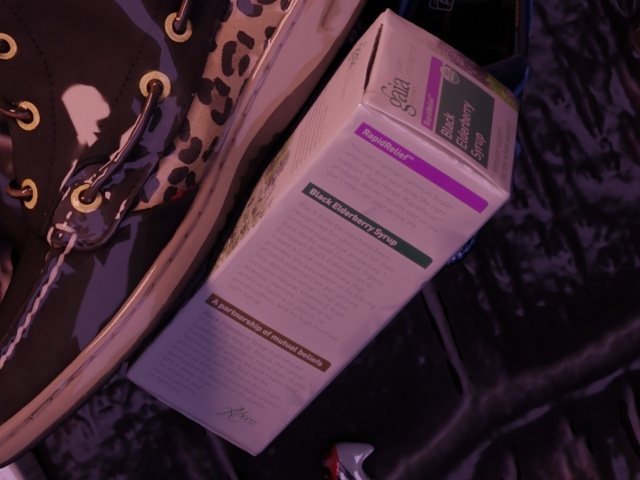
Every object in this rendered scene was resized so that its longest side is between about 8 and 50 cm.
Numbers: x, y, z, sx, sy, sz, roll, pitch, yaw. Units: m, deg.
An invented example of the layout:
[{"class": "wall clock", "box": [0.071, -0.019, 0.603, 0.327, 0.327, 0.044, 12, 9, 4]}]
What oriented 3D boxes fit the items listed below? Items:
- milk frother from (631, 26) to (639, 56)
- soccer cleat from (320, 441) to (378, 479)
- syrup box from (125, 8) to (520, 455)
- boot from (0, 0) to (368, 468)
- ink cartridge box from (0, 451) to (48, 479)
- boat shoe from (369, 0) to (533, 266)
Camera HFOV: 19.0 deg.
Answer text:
[{"class": "milk frother", "box": [0.226, -0.174, 1.068, 0.135, 0.129, 0.143, -5, 75, -43]}, {"class": "soccer cleat", "box": [0.023, 0.161, 1.155, 0.035, 0.029, 0.083, -10, 102, -2]}, {"class": "syrup box", "box": [0.000, 0.000, 1.025, 0.096, 0.093, 0.237, 33, 125, -15]}, {"class": "boot", "box": [-0.165, -0.098, 0.998, 0.284, 0.138, 0.377, 34, 94, -17]}, {"class": "ink cartridge box", "box": [-0.264, 0.152, 1.108, 0.189, 0.066, 0.232, -31, 86, 0]}, {"class": "boat shoe", "box": [0.065, -0.103, 1.057, 0.109, 0.089, 0.258, -3, 109, -7]}]
